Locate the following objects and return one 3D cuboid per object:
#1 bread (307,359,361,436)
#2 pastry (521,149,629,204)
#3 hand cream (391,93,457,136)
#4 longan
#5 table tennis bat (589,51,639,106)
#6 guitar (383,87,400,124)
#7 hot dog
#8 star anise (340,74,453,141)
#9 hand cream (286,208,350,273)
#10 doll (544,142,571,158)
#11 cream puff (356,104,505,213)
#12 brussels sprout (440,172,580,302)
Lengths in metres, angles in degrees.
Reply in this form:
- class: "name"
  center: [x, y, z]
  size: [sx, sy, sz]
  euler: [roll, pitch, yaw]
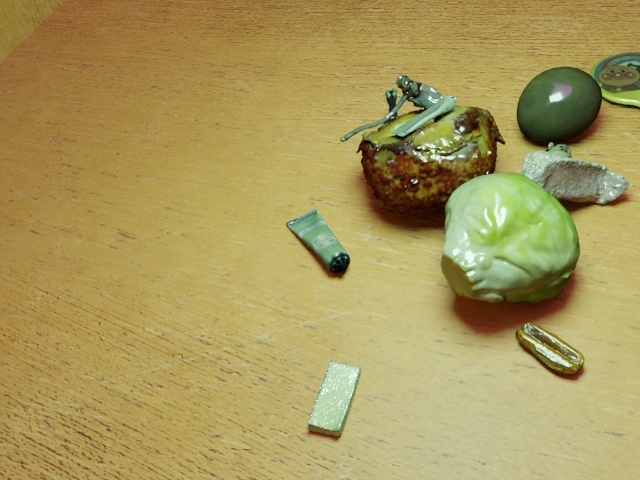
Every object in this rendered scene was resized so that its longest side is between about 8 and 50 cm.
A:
- class: "bread"
  center: [0.030, 0.312, 1.325]
  size: [0.068, 0.028, 0.154]
  euler: [8, 52, 18]
- class: "pastry"
  center: [0.556, -0.140, 1.502]
  size: [0.265, 0.103, 0.112]
  euler: [10, 18, -24]
- class: "hand cream"
  center: [0.232, -0.273, 1.468]
  size: [0.165, 0.037, 0.057]
  euler: [-33, 26, -12]
- class: "longan"
  center: [0.590, -0.338, 1.654]
  size: [0.212, 0.198, 0.198]
  euler: [-19, 49, -2]
- class: "table tennis bat"
  center: [0.837, -0.388, 1.730]
  size: [0.224, 0.054, 0.369]
  euler: [-8, 45, 7]
- class: "guitar"
  center: [0.202, -0.339, 1.833]
  size: [0.083, 0.038, 0.271]
  euler: [-5, 50, 6]
- class: "hot dog"
  center: [0.448, 0.213, 1.312]
  size: [0.062, 0.038, 0.144]
  euler: [-42, 52, -19]
- class: "star anise"
  center: [0.175, -0.284, 1.552]
  size: [0.148, 0.218, 0.227]
  euler: [41, 101, 37]
- class: "hand cream"
  center: [0.000, 0.000, 1.584]
  size: [0.086, 0.055, 0.235]
  euler: [-25, 42, -13]
- class: "doll"
  center: [0.544, -0.172, 1.590]
  size: [0.179, 0.102, 0.089]
  euler: [-48, 18, -25]
- class: "cream puff"
  center: [0.263, -0.183, 1.558]
  size: [0.350, 0.229, 0.350]
  euler: [-18, 20, 7]
- class: "brussels sprout"
  center: [0.375, -0.004, 1.375]
  size: [0.316, 0.243, 0.274]
  euler: [-4, 69, -20]
